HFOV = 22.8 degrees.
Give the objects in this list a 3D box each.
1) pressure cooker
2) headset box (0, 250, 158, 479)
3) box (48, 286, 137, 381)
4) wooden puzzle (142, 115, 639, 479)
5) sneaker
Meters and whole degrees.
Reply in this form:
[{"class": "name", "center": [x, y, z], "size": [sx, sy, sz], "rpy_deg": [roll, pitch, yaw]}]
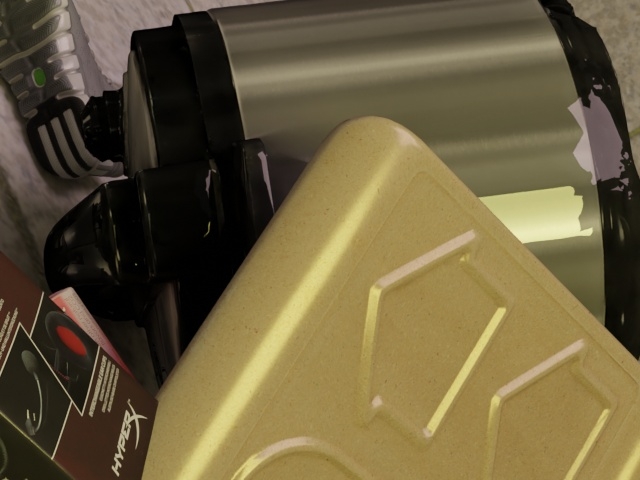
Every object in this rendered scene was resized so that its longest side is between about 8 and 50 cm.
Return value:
[{"class": "pressure cooker", "center": [-0.001, -0.006, 1.224], "size": [0.375, 0.420, 0.370], "rpy_deg": [-108, -166, -48]}, {"class": "headset box", "center": [-0.262, 0.071, 0.806], "size": [0.293, 0.218, 0.110], "rpy_deg": [47, 24, -23]}, {"class": "box", "center": [-0.153, 0.203, 0.996], "size": [0.300, 0.154, 0.142], "rpy_deg": [56, 22, -3]}, {"class": "wooden puzzle", "center": [0.046, 0.145, 0.992], "size": [0.348, 0.322, 0.080], "rpy_deg": [41, -16, -29]}, {"class": "sneaker", "center": [-0.226, -0.155, 1.434], "size": [0.132, 0.086, 0.229], "rpy_deg": [12, 59, -66]}]
